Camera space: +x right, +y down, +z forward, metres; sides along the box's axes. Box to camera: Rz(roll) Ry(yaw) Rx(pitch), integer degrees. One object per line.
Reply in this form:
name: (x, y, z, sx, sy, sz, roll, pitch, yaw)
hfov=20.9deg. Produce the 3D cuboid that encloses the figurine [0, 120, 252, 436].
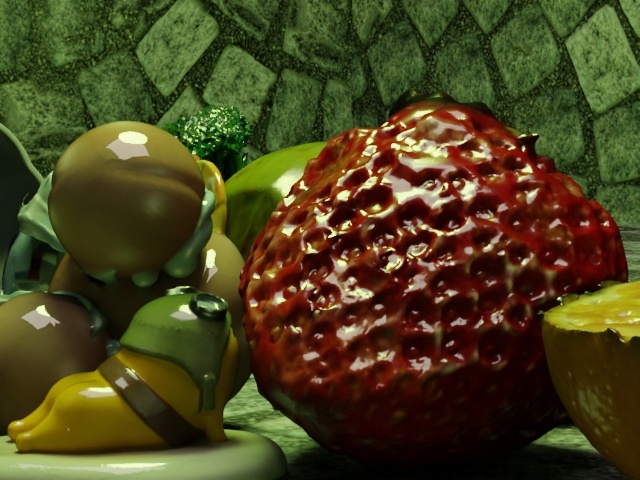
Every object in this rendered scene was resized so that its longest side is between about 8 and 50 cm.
figurine: (-0.182, 0.040, 1.523, 0.248, 0.276, 0.388, 24, -1, -21)

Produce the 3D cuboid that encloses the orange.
orange: (0.300, 0.071, 1.168, 0.274, 0.274, 0.310, 3, 40, 29)

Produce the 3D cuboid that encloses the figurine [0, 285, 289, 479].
figurine: (-0.148, 0.108, 1.268, 0.250, 0.141, 0.166, -2, 7, -19)

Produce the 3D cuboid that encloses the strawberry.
strawberry: (0.073, 0.056, 1.342, 0.310, 0.291, 0.292, -45, 25, -19)

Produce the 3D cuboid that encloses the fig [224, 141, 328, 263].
fig: (0.000, 0.000, 1.862, 0.239, 0.239, 0.271, 4, 37, 36)

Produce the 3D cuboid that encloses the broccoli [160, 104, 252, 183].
broccoli: (-0.148, -0.033, 2.295, 0.297, 0.297, 0.297, 22, 7, 4)

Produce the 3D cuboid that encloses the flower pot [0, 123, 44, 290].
flower pot: (-0.484, -0.007, 2.018, 0.265, 0.265, 0.243, -5, -3, -44)
